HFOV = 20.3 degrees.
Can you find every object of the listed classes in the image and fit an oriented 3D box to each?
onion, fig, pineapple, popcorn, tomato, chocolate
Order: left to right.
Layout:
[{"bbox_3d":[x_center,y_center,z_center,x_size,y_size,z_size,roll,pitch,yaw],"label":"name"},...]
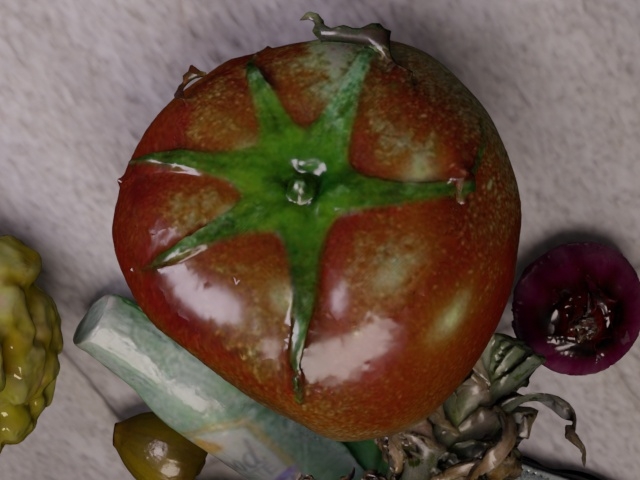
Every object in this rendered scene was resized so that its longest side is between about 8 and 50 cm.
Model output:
[{"bbox_3d":[-0.331,0.088,1.433,0.259,0.212,0.259,-5,131,-6],"label":"popcorn"},{"bbox_3d":[-0.144,0.185,1.589,0.088,0.074,0.074,22,123,-1],"label":"fig"},{"bbox_3d":[-0.079,0.140,1.545,0.291,0.110,0.110,34,118,-21],"label":"chocolate"},{"bbox_3d":[0.000,0.000,1.338,0.303,0.303,0.239,-9,157,4],"label":"tomato"},{"bbox_3d":[0.079,0.188,1.442,0.262,0.262,0.271,30,87,-22],"label":"pineapple"},{"bbox_3d":[0.216,0.058,1.495,0.115,0.104,0.115,1,105,2],"label":"onion"}]

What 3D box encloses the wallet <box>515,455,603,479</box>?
[{"bbox_3d":[0.182,0.310,1.662,0.167,0.036,0.222,20,94,-17],"label":"wallet"}]
